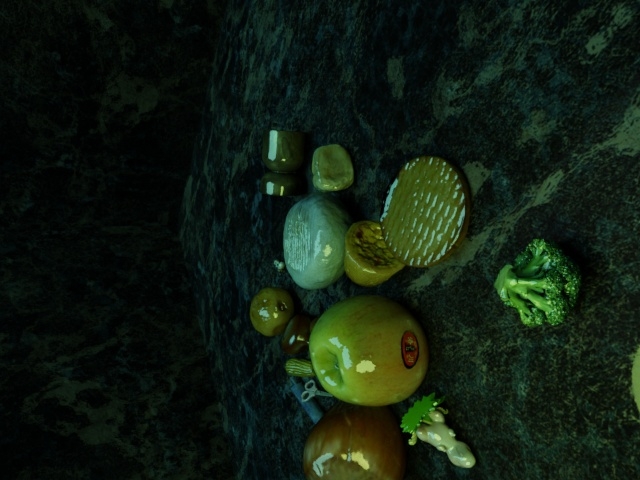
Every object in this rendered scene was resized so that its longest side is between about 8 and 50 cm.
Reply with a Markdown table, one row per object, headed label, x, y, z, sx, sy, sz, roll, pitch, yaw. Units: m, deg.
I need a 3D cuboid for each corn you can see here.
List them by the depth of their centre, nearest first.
| label | x | y | z | sx | sy | sz | roll | pitch | yaw |
| --- | --- | --- | --- | --- | --- | --- | --- | --- | --- |
| corn | -0.075 | 0.538 | 2.082 | 0.231 | 0.080 | 0.080 | -22 | 74 | 58 |

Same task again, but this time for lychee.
| label | x | y | z | sx | sy | sz | roll | pitch | yaw |
| --- | --- | --- | --- | --- | --- | --- | --- | --- | --- |
| lychee | 0.008 | 0.331 | 1.885 | 0.101 | 0.114 | 0.140 | -2 | 111 | 31 |

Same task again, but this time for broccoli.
| label | x | y | z | sx | sy | sz | roll | pitch | yaw |
| --- | --- | --- | --- | --- | --- | --- | --- | --- | --- |
| broccoli | 0.450 | 0.087 | 1.025 | 0.195 | 0.156 | 0.195 | 9 | -90 | -88 |

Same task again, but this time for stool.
| label | x | y | z | sx | sy | sz | roll | pitch | yaw |
| --- | --- | --- | --- | --- | --- | --- | --- | --- | --- |
| stool | -0.157 | -0.327 | 2.048 | 0.179 | 0.179 | 0.264 | 25 | 114 | 58 |

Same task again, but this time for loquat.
| label | x | y | z | sx | sy | sz | roll | pitch | yaw |
| --- | --- | --- | --- | --- | --- | --- | --- | --- | --- |
| loquat | -0.217 | 0.316 | 2.196 | 0.238 | 0.193 | 0.238 | 175 | 90 | -67 |

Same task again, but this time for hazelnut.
| label | x | y | z | sx | sy | sz | roll | pitch | yaw |
| --- | --- | --- | --- | --- | --- | --- | --- | --- | --- |
| hazelnut | 0.108 | 0.672 | 1.554 | 0.372 | 0.315 | 0.372 | -48 | 22 | 27 |

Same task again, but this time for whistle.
| label | x | y | z | sx | sy | sz | roll | pitch | yaw |
| --- | --- | --- | --- | --- | --- | --- | --- | --- | --- |
| whistle | -0.052 | 0.681 | 2.069 | 0.304 | 0.062 | 0.062 | 37 | 124 | 55 |

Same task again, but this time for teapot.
| label | x | y | z | sx | sy | sz | roll | pitch | yaw |
| --- | --- | --- | --- | --- | --- | --- | --- | --- | --- |
| teapot | -0.083 | 0.399 | 2.049 | 0.178 | 0.135 | 0.252 | -60 | 8 | -8 |

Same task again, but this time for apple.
| label | x | y | z | sx | sy | sz | roll | pitch | yaw |
| --- | --- | --- | --- | --- | --- | --- | --- | --- | --- |
| apple | 0.136 | 0.325 | 1.445 | 0.338 | 0.305 | 0.338 | 3 | 94 | 60 |

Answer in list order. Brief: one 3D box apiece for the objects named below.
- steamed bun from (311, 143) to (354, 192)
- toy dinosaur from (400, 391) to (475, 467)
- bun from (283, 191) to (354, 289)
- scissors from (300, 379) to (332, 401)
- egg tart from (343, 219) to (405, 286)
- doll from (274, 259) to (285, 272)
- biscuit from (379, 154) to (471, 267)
| label | x | y | z | sx | sy | sz | roll | pitch | yaw |
| --- | --- | --- | --- | --- | --- | --- | --- | --- | --- |
| steamed bun | 0.034 | -0.241 | 1.775 | 0.155 | 0.141 | 0.172 | 129 | 135 | -68 |
| toy dinosaur | 0.332 | 0.515 | 1.336 | 0.177 | 0.152 | 0.194 | 48 | 160 | -8 |
| bun | 0.000 | 0.000 | 1.754 | 0.362 | 0.211 | 0.362 | -3 | 87 | 61 |
| scissors | -0.011 | 0.623 | 2.006 | 0.189 | 0.015 | 0.100 | -9 | 46 | 48 |
| egg tart | 0.156 | 0.054 | 1.514 | 0.147 | 0.203 | 0.202 | 111 | 144 | -51 |
| doll | -0.194 | 0.122 | 2.299 | 0.085 | 0.040 | 0.058 | 5 | 84 | 56 |
| biscuit | 0.285 | -0.081 | 1.366 | 0.318 | 0.040 | 0.318 | -10 | 78 | 53 |
